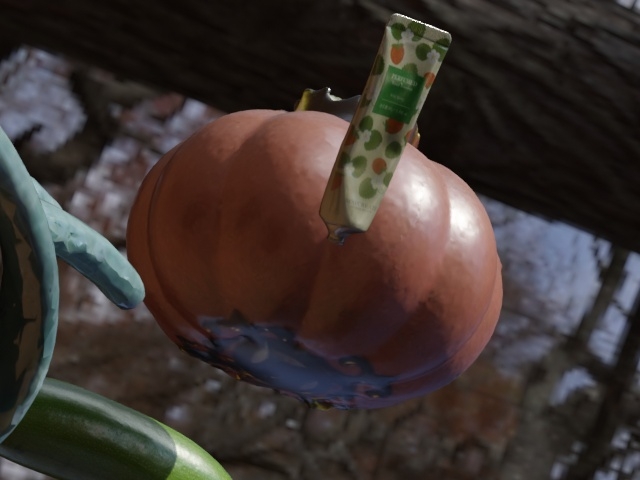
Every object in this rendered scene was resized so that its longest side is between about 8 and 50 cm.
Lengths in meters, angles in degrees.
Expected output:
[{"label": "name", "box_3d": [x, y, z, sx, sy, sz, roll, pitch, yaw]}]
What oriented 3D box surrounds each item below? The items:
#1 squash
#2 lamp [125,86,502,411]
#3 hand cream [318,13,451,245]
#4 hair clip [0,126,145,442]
[{"label": "squash", "box_3d": [-0.186, 0.178, 1.644, 0.082, 0.292, 0.082, -34, -138, 37]}, {"label": "lamp", "box_3d": [0.000, 0.000, 1.535, 0.305, 0.305, 0.239, -15, -126, 52]}, {"label": "hand cream", "box_3d": [0.040, -0.074, 1.330, 0.037, 0.057, 0.165, 34, -75, 52]}, {"label": "hair clip", "box_3d": [-0.249, 0.011, 0.763, 0.238, 0.392, 0.318, -49, -135, -8]}]
